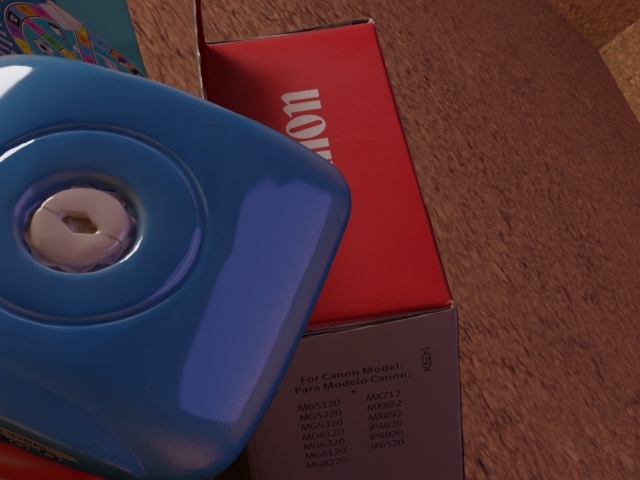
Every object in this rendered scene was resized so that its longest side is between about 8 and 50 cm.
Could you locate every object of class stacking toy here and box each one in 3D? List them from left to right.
[{"bbox_3d":[-0.100,0.081,0.633,0.175,0.302,0.165,20,55,8],"label":"stacking toy"}]

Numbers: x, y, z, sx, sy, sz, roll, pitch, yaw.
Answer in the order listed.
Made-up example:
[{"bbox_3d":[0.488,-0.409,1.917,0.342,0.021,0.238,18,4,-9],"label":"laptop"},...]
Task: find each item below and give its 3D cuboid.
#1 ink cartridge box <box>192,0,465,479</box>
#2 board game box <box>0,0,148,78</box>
[{"bbox_3d":[0.000,0.000,0.905,0.309,0.130,0.271,-101,-177,-50],"label":"ink cartridge box"},{"bbox_3d":[-0.199,-0.089,0.774,0.254,0.079,0.336,30,31,-43],"label":"board game box"}]
